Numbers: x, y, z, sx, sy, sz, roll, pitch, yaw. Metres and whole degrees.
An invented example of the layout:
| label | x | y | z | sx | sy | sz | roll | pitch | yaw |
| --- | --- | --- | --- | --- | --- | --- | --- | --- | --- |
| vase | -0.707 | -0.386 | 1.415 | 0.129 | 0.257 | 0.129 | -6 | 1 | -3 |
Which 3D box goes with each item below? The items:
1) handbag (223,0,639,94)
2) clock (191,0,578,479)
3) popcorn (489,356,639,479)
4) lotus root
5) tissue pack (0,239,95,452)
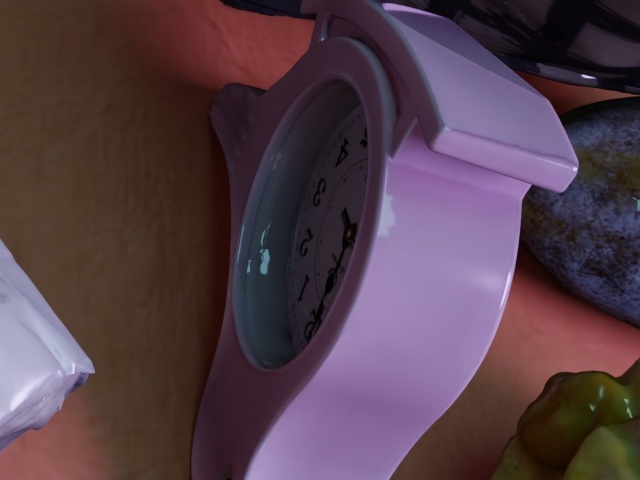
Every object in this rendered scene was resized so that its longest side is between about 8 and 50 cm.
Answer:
| label | x | y | z | sx | sy | sz | roll | pitch | yaw |
| --- | --- | --- | --- | --- | --- | --- | --- | --- | --- |
| handbag | 0.113 | -0.191 | 0.946 | 0.327 | 0.325 | 0.163 | 9 | 83 | -4 |
| clock | 0.000 | 0.000 | 0.922 | 0.080 | 0.275 | 0.290 | 15 | 21 | -22 |
| popcorn | 0.198 | 0.202 | 0.912 | 0.252 | 0.215 | 0.286 | 37 | 44 | -53 |
| lotus root | 0.225 | -0.013 | 1.074 | 0.322 | 0.140 | 0.158 | 13 | 101 | -19 |
| tissue pack | -0.308 | -0.003 | 0.709 | 0.266 | 0.194 | 0.356 | -34 | 86 | -41 |
